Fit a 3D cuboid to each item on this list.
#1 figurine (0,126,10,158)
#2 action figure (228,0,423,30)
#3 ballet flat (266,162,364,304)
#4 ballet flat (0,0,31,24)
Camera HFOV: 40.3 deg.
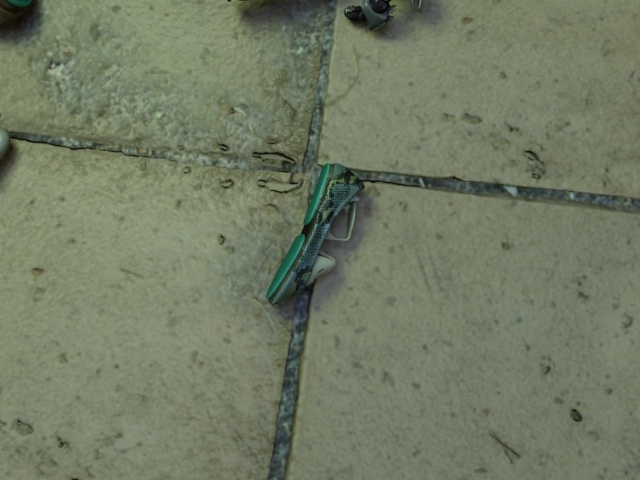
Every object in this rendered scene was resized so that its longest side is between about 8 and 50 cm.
[{"bbox_3d":[-0.514,-0.070,1.065,0.215,0.092,0.209,18,91,4],"label":"figurine"},{"bbox_3d":[0.022,-0.356,1.076,0.285,0.099,0.185,-3,75,-2],"label":"action figure"},{"bbox_3d":[0.000,0.000,1.043,0.070,0.070,0.188,25,87,5],"label":"ballet flat"},{"bbox_3d":[-0.457,-0.429,1.106,0.124,0.116,0.342,-14,85,19],"label":"ballet flat"}]
